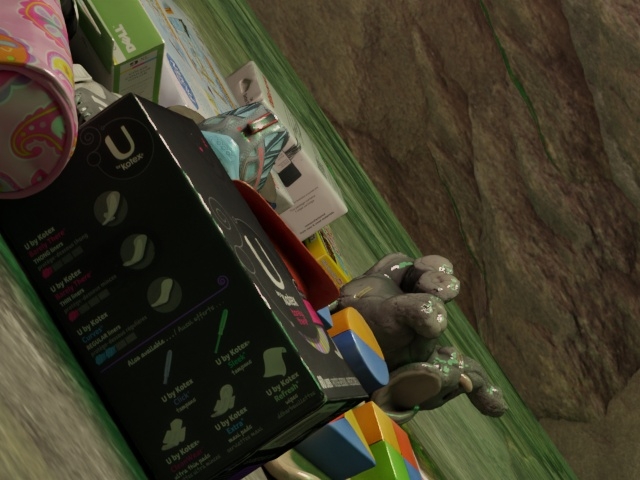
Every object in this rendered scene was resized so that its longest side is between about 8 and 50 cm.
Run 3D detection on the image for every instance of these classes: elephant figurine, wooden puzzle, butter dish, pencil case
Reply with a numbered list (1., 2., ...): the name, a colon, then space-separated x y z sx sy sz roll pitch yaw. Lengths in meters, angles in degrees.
1. elephant figurine: 0.109 0.149 2.302 0.169 0.186 0.239 -51 140 -47
2. wooden puzzle: 0.005 0.140 1.831 0.322 0.080 0.348 45 18 -52
3. butter dish: -0.090 0.052 1.547 0.160 0.160 0.118 50 33 -32
4. pencil case: -0.249 -0.141 1.387 0.124 0.124 0.284 51 9 -33

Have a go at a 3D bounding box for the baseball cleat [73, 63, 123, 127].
1. baseball cleat: -0.212 -0.093 1.654 0.109 0.072 0.206 37 12 -18

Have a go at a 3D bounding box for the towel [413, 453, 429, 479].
1. towel: 0.136 0.317 2.175 0.144 0.029 0.197 56 8 -4

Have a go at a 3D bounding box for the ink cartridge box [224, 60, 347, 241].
1. ink cartridge box: -0.062 -0.121 2.536 0.208 0.087 0.153 54 9 -25

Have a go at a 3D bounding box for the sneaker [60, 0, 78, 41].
1. sneaker: -0.278 -0.204 1.665 0.217 0.079 0.121 52 22 -56

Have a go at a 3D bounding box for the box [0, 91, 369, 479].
1. box: -0.104 0.043 1.406 0.270 0.143 0.165 57 8 9

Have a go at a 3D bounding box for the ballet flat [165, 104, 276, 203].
1. ballet flat: -0.123 -0.082 2.048 0.250 0.058 0.084 29 47 -63

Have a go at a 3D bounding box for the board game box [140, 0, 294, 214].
1. board game box: -0.180 -0.198 2.214 0.319 0.066 0.318 61 9 28

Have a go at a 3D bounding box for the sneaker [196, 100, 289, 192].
1. sneaker: -0.093 -0.050 1.678 0.104 0.125 0.262 52 -22 -3

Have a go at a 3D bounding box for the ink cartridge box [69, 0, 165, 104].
1. ink cartridge box: -0.205 -0.204 1.828 0.109 0.062 0.209 59 -15 13

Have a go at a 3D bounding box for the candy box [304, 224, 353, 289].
1. candy box: 0.000 0.000 2.646 0.105 0.027 0.206 54 7 -37
